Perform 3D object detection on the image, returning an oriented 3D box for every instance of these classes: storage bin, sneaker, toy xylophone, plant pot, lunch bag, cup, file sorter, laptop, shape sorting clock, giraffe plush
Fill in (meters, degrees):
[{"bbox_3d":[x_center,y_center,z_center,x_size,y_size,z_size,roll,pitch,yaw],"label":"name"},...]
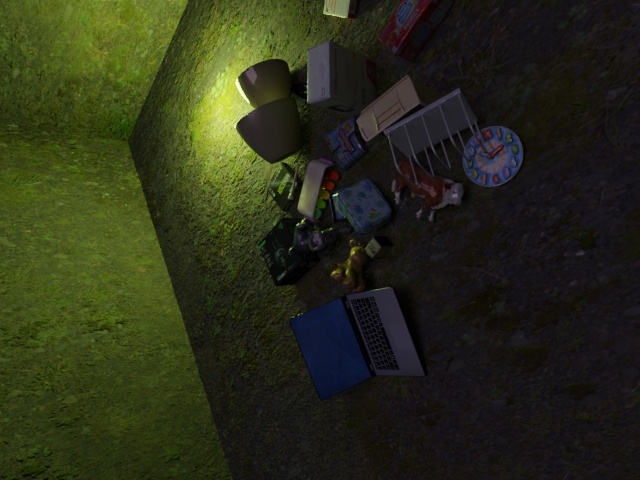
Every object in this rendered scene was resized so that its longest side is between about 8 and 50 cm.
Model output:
[{"bbox_3d":[0.314,-0.450,1.510,0.260,0.262,0.123,-30,69,41],"label":"storage bin"},{"bbox_3d":[-0.063,-0.721,1.990,0.234,0.097,0.084,25,109,41],"label":"sneaker"},{"bbox_3d":[-0.040,-0.256,1.993,0.236,0.081,0.323,38,117,37],"label":"toy xylophone"},{"bbox_3d":[-0.262,-0.757,2.085,0.284,0.284,0.191,-22,91,43],"label":"plant pot"},{"bbox_3d":[0.188,-0.142,1.718,0.176,0.090,0.219,-29,65,-7],"label":"lunch bag"},{"bbox_3d":[-0.224,-0.526,2.041,0.331,0.331,0.237,-21,98,43],"label":"cup"},{"bbox_3d":[0.398,-0.332,1.392,0.277,0.193,0.173,-25,61,29],"label":"file sorter"},{"bbox_3d":[0.145,0.429,1.660,0.408,0.236,0.382,-17,96,44],"label":"laptop"},{"bbox_3d":[0.092,-0.154,1.864,0.151,0.096,0.129,-15,84,60],"label":"lunch bag"},{"bbox_3d":[0.585,-0.287,1.402,0.206,0.040,0.206,1,92,45],"label":"shape sorting clock"},{"bbox_3d":[0.156,0.102,1.781,0.170,0.181,0.210,-58,19,16],"label":"giraffe plush"}]

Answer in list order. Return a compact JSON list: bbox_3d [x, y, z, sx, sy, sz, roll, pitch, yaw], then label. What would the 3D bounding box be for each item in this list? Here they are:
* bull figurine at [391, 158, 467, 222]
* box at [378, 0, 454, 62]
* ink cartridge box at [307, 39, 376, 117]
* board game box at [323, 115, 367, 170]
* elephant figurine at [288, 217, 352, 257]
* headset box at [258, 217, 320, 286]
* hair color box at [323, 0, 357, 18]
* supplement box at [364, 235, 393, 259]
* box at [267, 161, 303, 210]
[{"bbox_3d":[0.399,-0.185,1.546,0.310,0.101,0.188,43,121,35],"label":"bull figurine"},{"bbox_3d":[0.358,-0.832,1.548,0.257,0.128,0.123,-52,57,33],"label":"box"},{"bbox_3d":[0.093,-0.654,1.691,0.131,0.306,0.226,0,91,44],"label":"ink cartridge box"},{"bbox_3d":[0.126,-0.452,1.838,0.194,0.060,0.194,-41,64,38],"label":"board game box"},{"bbox_3d":[0.000,0.000,1.893,0.239,0.169,0.186,23,120,28],"label":"elephant figurine"},{"bbox_3d":[-0.169,0.050,2.096,0.246,0.131,0.283,-43,62,36],"label":"headset box"},{"bbox_3d":[0.090,-1.065,1.849,0.167,0.053,0.093,35,129,37],"label":"hair color box"},{"bbox_3d":[0.245,0.030,1.718,0.056,0.083,0.083,55,127,30],"label":"supplement box"},{"bbox_3d":[-0.192,-0.285,2.169,0.184,0.045,0.191,55,127,31],"label":"box"}]
